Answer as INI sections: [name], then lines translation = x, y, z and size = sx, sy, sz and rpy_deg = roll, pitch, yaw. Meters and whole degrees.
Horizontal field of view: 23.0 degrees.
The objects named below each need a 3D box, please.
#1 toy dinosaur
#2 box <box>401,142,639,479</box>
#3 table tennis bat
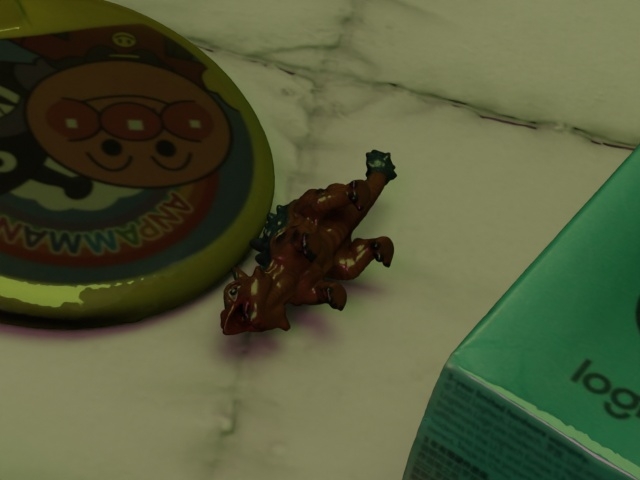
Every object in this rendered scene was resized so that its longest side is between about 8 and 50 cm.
[toy dinosaur]
translation = 0.000, 0.000, 0.750
size = 0.055, 0.049, 0.154
rpy_deg = -10, 25, 39
[box]
translation = 0.196, 0.056, 0.690
size = 0.205, 0.118, 0.311
rpy_deg = 32, 45, 18
[table tennis bat]
translation = -0.162, -0.097, 0.815
size = 0.224, 0.054, 0.368
rpy_deg = -11, 51, -26
